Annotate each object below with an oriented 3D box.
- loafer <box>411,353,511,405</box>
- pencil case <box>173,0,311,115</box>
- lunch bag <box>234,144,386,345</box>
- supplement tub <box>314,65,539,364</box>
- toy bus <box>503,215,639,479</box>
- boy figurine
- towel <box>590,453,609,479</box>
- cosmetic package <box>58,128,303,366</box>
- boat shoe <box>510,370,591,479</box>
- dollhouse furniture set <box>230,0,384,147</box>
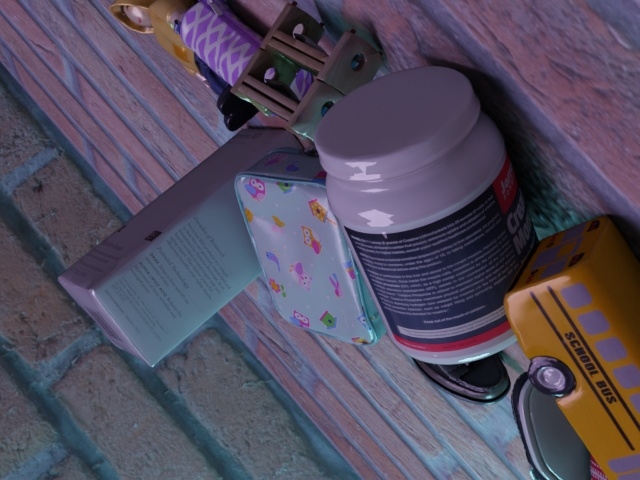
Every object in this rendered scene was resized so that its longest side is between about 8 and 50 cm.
[{"bbox_3d":[0.162,0.130,1.841,0.267,0.096,0.084,41,157,40],"label":"loafer"},{"bbox_3d":[-0.100,-0.249,1.720,0.206,0.086,0.088,41,135,29],"label":"pencil case"},{"bbox_3d":[0.000,0.000,1.814,0.224,0.108,0.279,13,128,43],"label":"lunch bag"},{"bbox_3d":[0.119,-0.024,1.360,0.191,0.191,0.272,31,151,53],"label":"supplement tub"},{"bbox_3d":[0.314,0.146,1.311,0.130,0.108,0.332,-24,108,39],"label":"toy bus"},{"bbox_3d":[-0.198,-0.292,1.888,0.285,0.092,0.177,43,170,18],"label":"boy figurine"},{"bbox_3d":[0.405,0.361,1.603,0.199,0.031,0.275,28,129,59],"label":"towel"},{"bbox_3d":[-0.183,0.001,1.973,0.156,0.385,0.217,53,162,-19],"label":"cosmetic package"},{"bbox_3d":[0.309,0.273,1.697,0.091,0.114,0.302,21,147,52],"label":"boat shoe"},{"bbox_3d":[0.021,-0.168,1.520,0.184,0.129,0.129,31,-177,-45],"label":"dollhouse furniture set"}]
